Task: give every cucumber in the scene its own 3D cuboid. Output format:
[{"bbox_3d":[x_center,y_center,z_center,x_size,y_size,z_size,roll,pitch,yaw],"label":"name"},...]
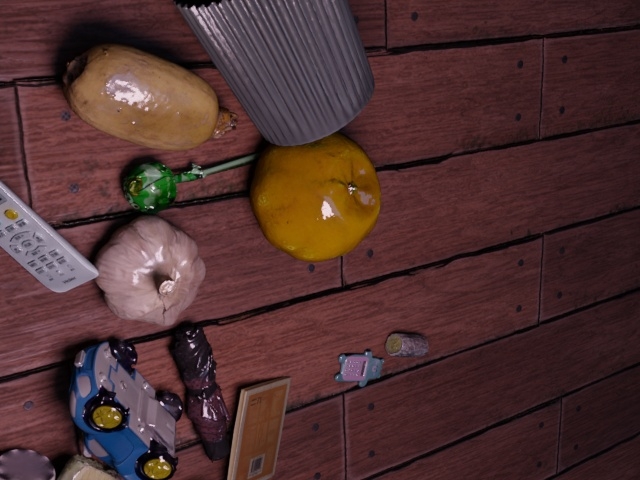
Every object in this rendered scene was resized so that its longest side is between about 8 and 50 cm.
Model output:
[{"bbox_3d":[0.216,0.261,2.126,0.112,0.064,0.064,11,97,-40],"label":"cucumber"}]

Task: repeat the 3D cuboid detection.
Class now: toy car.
[{"bbox_3d":[-0.390,0.338,1.654,0.166,0.198,0.314,-28,121,10],"label":"toy car"}]

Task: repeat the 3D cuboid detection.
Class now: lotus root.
[{"bbox_3d":[-0.294,-0.243,1.548,0.342,0.152,0.169,18,135,-36],"label":"lotus root"}]

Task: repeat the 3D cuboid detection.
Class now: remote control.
[{"bbox_3d":[-0.519,-0.016,1.515,0.293,0.103,0.051,50,28,-35],"label":"remote control"}]

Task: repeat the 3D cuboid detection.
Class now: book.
[{"bbox_3d":[-0.138,0.431,1.916,0.170,0.018,0.242,-3,106,-57],"label":"book"}]

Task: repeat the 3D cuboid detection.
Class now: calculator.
[{"bbox_3d":[0.096,0.308,2.080,0.141,0.019,0.094,7,96,-36],"label":"calculator"}]

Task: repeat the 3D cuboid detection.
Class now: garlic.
[{"bbox_3d":[-0.302,0.073,1.610,0.218,0.212,0.219,-8,106,-27],"label":"garlic"}]

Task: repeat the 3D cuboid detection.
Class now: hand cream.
[{"bbox_3d":[-0.594,0.572,1.619,0.185,0.118,0.359,7,106,-42],"label":"hand cream"}]

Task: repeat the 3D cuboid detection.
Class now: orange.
[{"bbox_3d":[-0.005,-0.094,1.747,0.279,0.235,0.279,1,87,-30],"label":"orange"}]

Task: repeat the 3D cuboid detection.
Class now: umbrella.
[{"bbox_3d":[-0.244,0.324,1.798,0.090,0.094,0.326,-17,113,-15],"label":"umbrella"}]

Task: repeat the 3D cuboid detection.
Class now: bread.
[{"bbox_3d":[-0.459,0.490,1.677,0.172,0.064,0.232,-33,142,-51],"label":"bread"}]

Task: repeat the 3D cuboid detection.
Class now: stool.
[{"bbox_3d":[-0.069,-0.377,1.607,0.297,0.297,0.330,-42,128,-19],"label":"stool"}]

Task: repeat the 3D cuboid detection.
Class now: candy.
[{"bbox_3d":[-0.240,-0.133,1.692,0.323,0.097,0.097,-21,115,-39],"label":"candy"}]
